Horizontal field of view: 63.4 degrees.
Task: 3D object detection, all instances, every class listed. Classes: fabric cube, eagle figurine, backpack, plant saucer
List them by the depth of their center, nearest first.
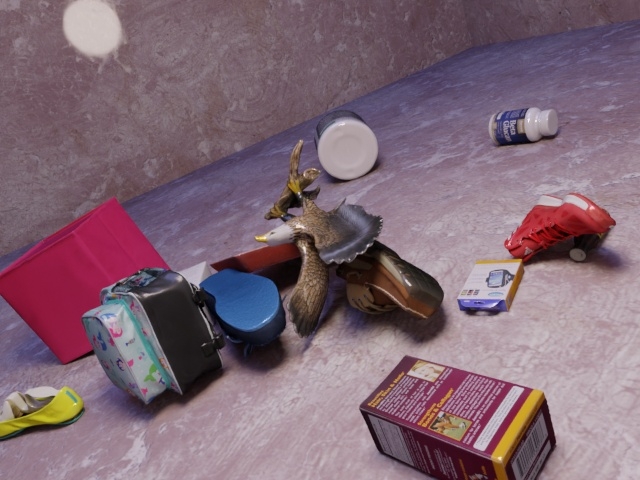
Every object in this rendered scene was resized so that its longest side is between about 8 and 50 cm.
[{"bbox_3d":[-0.010,0.004,0.960,0.225,0.226,0.298,-30,53,-6],"label":"eagle figurine"},{"bbox_3d":[-0.319,0.168,0.961,0.191,0.225,0.253,-29,17,-30],"label":"backpack"},{"bbox_3d":[-0.103,0.029,1.199,0.259,0.047,0.258,-19,1,-25],"label":"plant saucer"},{"bbox_3d":[-0.567,0.091,1.276,0.254,0.258,0.259,-29,20,12],"label":"fabric cube"}]

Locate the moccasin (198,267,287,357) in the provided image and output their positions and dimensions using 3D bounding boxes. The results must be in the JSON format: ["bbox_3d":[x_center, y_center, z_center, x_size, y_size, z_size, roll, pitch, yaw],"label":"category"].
[{"bbox_3d":[-0.137,0.137,1.013,0.138,0.116,0.342,-27,19,-15],"label":"moccasin"}]

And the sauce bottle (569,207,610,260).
[{"bbox_3d":[0.464,-0.010,0.894,0.042,0.042,0.128,0,34,43],"label":"sauce bottle"}]

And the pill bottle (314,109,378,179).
[{"bbox_3d":[0.082,-0.358,1.861,0.204,0.204,0.361,-20,22,5],"label":"pill bottle"}]

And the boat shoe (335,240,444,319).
[{"bbox_3d":[0.110,0.078,0.936,0.120,0.123,0.324,-60,17,5],"label":"boat shoe"}]

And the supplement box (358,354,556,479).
[{"bbox_3d":[0.154,0.212,0.600,0.188,0.080,0.104,4,33,47],"label":"supplement box"}]

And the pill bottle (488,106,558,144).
[{"bbox_3d":[0.574,-0.325,1.468,0.169,0.094,0.094,4,33,48],"label":"pill bottle"}]

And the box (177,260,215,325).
[{"bbox_3d":[-0.314,0.140,1.200,0.130,0.091,0.170,-21,22,3],"label":"box"}]

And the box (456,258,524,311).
[{"bbox_3d":[0.286,0.078,0.872,0.081,0.028,0.136,-4,30,37],"label":"box"}]

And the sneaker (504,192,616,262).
[{"bbox_3d":[0.390,-0.007,0.866,0.128,0.087,0.221,-51,-2,6],"label":"sneaker"}]

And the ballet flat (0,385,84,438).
[{"bbox_3d":[-0.568,0.327,1.011,0.231,0.077,0.077,-15,23,16],"label":"ballet flat"}]
